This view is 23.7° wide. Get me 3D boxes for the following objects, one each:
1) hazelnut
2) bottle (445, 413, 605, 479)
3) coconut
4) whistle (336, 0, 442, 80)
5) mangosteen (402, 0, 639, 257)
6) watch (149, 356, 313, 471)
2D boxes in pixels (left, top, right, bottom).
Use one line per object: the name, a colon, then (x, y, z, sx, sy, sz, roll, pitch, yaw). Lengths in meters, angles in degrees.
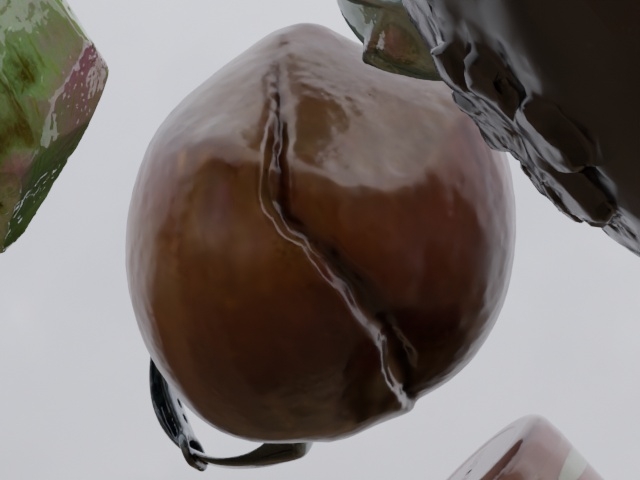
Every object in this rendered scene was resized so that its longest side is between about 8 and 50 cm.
hazelnut: (0.000, 0.000, 1.324, 0.372, 0.372, 0.315, 19, 8, -23)
bottle: (0.246, 0.302, 1.361, 0.297, 0.206, 0.173, 47, -5, 3)
coconut: (-0.257, -0.094, 0.991, 0.236, 0.236, 0.204, 30, -18, -35)
whistle: (0.128, -0.148, 0.913, 0.346, 0.142, 0.134, 20, 14, 29)
mangosteen: (0.174, -0.126, 0.567, 0.297, 0.293, 0.297, 37, -27, 22)
watch: (-0.086, 0.137, 1.554, 0.193, 0.206, 0.068, 11, -15, 17)
